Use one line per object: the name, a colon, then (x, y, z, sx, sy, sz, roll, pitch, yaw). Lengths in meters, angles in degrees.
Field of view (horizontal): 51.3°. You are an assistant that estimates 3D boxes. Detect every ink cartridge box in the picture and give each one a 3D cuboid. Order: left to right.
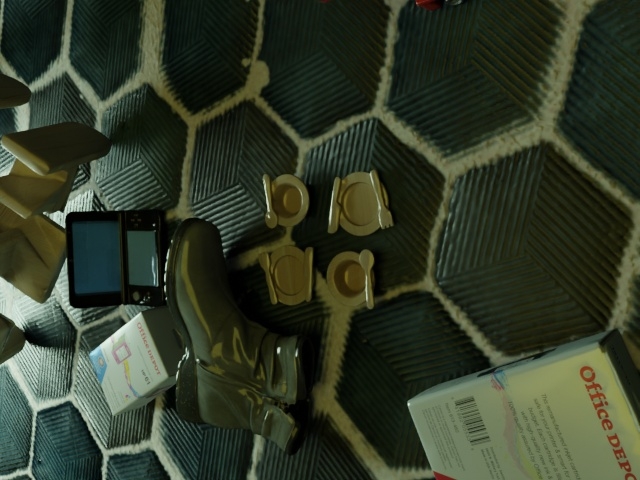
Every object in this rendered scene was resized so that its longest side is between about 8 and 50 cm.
ink cartridge box: (-0.220, 0.148, 0.824, 0.122, 0.052, 0.089, -36, 73, 29)
ink cartridge box: (0.179, 0.162, 0.543, 0.175, 0.072, 0.128, -27, 78, 32)

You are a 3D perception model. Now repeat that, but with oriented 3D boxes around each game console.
game console: (-0.252, 0.024, 0.825, 0.107, 0.071, 0.122, 1, 94, 34)

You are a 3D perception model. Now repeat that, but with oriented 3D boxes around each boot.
boot: (-0.076, 0.098, 0.717, 0.161, 0.083, 0.247, 4, 102, 28)

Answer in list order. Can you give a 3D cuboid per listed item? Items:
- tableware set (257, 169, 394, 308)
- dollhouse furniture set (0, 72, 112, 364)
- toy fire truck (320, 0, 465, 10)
tableware set: (0.000, 0.000, 0.684, 0.168, 0.020, 0.141, 1, 94, 34)
dollhouse furniture set: (-0.506, -0.079, 0.945, 0.394, 0.256, 0.362, 33, 113, 5)
toy fire truck: (0.098, -0.231, 0.531, 0.192, 0.135, 0.047, -7, 90, 34)
